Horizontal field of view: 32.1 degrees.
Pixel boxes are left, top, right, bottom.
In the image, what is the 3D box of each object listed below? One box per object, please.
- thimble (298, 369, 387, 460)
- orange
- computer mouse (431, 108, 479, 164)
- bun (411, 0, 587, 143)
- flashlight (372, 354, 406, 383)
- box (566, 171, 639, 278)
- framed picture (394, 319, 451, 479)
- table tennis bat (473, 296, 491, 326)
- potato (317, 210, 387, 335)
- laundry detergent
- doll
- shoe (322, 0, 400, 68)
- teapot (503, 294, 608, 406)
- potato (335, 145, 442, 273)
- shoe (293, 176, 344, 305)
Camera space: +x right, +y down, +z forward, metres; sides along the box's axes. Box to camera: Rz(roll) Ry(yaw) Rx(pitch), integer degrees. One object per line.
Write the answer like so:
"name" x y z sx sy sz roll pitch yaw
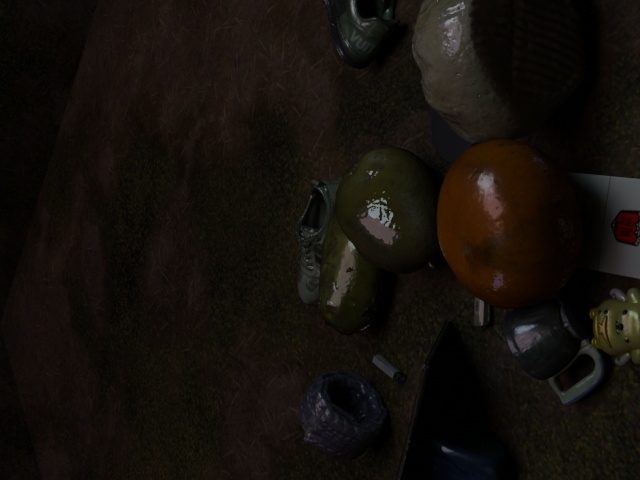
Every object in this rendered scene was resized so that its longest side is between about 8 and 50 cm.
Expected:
"thimble" 0.038 0.312 1.983 0.098 0.150 0.150 -56 42 34
"orange" 0.267 -0.025 1.556 0.240 0.171 0.240 48 147 47
"computer mouse" 0.236 -0.237 1.812 0.120 0.057 0.232 38 118 53
"bun" 0.243 -0.268 1.611 0.205 0.281 0.282 -6 81 59
"flashlight" 0.122 0.229 1.976 0.083 0.018 0.018 36 115 53
"box" 0.422 -0.018 1.511 0.245 0.035 0.139 15 99 58
"framed picture" 0.148 0.317 1.763 0.265 0.016 0.347 -33 -43 -74
"table tennis bat" 0.262 0.015 1.781 0.138 0.022 0.247 -6 79 58
"potato" 0.061 0.048 2.015 0.149 0.113 0.251 -11 69 64
"laundry detergent" 0.196 0.437 1.738 0.143 0.094 0.290 16 108 15
"doll" 0.424 0.112 1.467 0.162 0.062 0.106 -12 81 56
"shoe" 0.076 -0.475 2.059 0.149 0.109 0.293 -35 60 46
"teapot" 0.333 0.145 1.569 0.108 0.111 0.149 -36 50 34
"potato" 0.125 -0.044 1.874 0.174 0.159 0.251 -50 54 30
"shoe" 0.000 0.000 2.128 0.103 0.098 0.275 44 124 55
